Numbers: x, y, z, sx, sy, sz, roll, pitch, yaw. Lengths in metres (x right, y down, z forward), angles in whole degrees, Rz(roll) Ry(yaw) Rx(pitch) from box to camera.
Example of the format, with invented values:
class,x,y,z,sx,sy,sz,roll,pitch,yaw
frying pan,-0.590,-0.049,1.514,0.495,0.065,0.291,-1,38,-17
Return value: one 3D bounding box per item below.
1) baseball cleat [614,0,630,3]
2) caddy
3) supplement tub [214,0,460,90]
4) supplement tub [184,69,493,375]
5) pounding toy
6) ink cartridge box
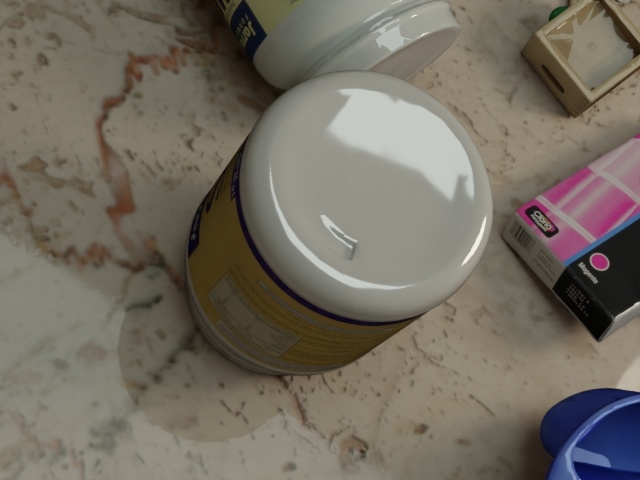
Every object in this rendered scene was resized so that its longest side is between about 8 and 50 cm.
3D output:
class,x,y,z,sx,sy,sz,roll,pitch,yaw
baseball cleat,0.344,-0.365,1.675,0.205,0.072,0.109,8,45,-17
caddy,0.380,0.284,1.374,0.341,0.179,0.241,9,89,-12
supplement tub,-0.012,-0.316,1.454,0.235,0.235,0.325,-29,83,-25
supplement tub,0.000,0.000,1.293,0.241,0.331,0.241,6,70,-18
pounding toy,0.330,-0.249,1.639,0.130,0.100,0.141,-37,84,-12
ink cartridge box,0.413,-0.039,1.583,0.371,0.069,0.176,-29,68,-28
